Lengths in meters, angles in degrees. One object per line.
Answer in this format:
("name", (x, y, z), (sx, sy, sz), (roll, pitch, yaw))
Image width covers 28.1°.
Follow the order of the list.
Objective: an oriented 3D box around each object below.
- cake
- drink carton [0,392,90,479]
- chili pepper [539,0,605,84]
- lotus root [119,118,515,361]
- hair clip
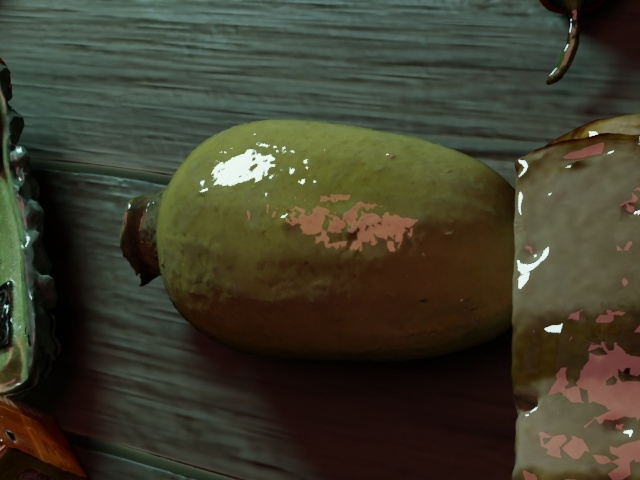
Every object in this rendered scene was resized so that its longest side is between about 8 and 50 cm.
("cake", (0.202, 0.059, 0.622), (0.199, 0.196, 0.293), (-7, 60, 24))
("drink carton", (-0.272, 0.202, 0.862), (0.223, 0.096, 0.071), (-44, 55, 5))
("chili pepper", (0.168, -0.232, 0.832), (0.071, 0.063, 0.272), (4, 84, 25))
("lotus root", (-0.002, 0.002, 0.787), (0.303, 0.131, 0.146), (5, 69, 30))
("hair clip", (-0.261, -0.022, 0.968), (0.138, 0.091, 0.321), (-22, 69, 19))
